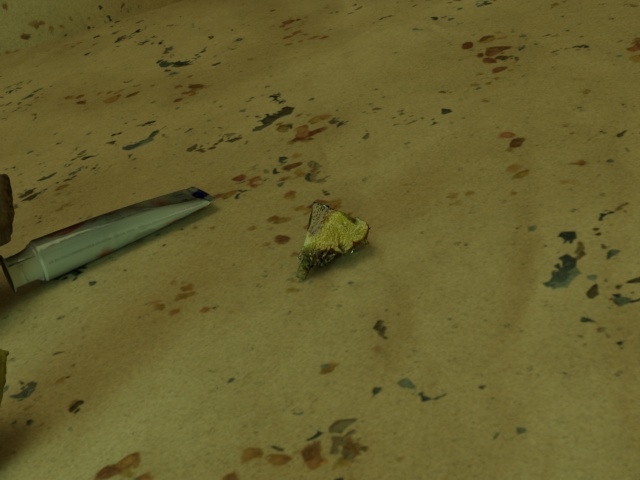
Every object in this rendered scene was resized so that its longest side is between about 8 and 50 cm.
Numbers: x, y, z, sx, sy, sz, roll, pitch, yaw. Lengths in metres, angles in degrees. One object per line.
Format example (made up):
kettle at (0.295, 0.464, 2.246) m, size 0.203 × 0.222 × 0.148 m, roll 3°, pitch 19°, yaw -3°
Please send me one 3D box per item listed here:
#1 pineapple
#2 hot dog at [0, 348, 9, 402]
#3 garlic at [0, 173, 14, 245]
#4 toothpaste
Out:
pineapple at (0.000, 0.000, 1.216) m, size 0.114 × 0.077 × 0.114 m, roll 4°, pitch 48°, yaw 41°
hot dog at (-0.421, 0.227, 1.011) m, size 0.261 × 0.093 × 0.123 m, roll -45°, pitch 46°, yaw -17°
garlic at (-0.572, 0.030, 1.304) m, size 0.325 × 0.132 × 0.279 m, roll -27°, pitch 60°, yaw 2°
toothpaste at (-0.316, -0.014, 1.413) m, size 0.323 × 0.066 × 0.100 m, roll -25°, pitch 25°, yaw -23°
